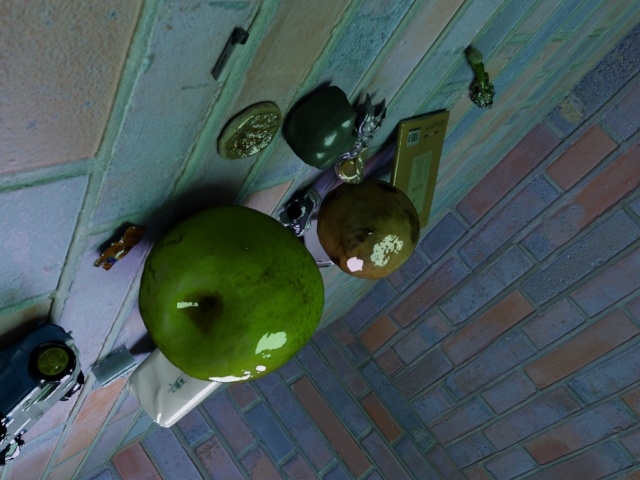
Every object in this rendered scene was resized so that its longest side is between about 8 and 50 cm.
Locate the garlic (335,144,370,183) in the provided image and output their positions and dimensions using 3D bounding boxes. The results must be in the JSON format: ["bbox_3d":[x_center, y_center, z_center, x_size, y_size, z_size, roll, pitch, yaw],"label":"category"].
[{"bbox_3d":[0.082,-0.197,1.417,0.113,0.074,0.094,-41,138,-16],"label":"garlic"}]

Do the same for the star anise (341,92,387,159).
[{"bbox_3d":[0.090,-0.253,1.284,0.181,0.061,0.204,-22,158,-48],"label":"star anise"}]

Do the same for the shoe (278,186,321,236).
[{"bbox_3d":[-0.068,-0.066,1.474,0.100,0.071,0.169,-22,155,-41],"label":"shoe"}]

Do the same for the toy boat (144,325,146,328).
[{"bbox_3d":[-0.413,0.190,1.405,0.065,0.072,0.206,-17,149,-17],"label":"toy boat"}]

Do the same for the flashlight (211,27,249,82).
[{"bbox_3d":[-0.128,-0.263,0.798,0.018,0.018,0.083,-21,158,-50],"label":"flashlight"}]

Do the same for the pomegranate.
[{"bbox_3d":[0.130,-0.035,1.497,0.281,0.281,0.281,-36,166,-11],"label":"pomegranate"}]

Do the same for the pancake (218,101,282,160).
[{"bbox_3d":[-0.127,-0.193,1.012,0.140,0.022,0.139,-35,165,-11],"label":"pancake"}]

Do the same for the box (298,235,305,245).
[{"bbox_3d":[-0.153,0.070,1.683,0.240,0.071,0.159,-20,155,-50],"label":"box"}]

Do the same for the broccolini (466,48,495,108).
[{"bbox_3d":[0.448,-0.439,1.562,0.078,0.074,0.392,-50,165,15],"label":"broccolini"}]

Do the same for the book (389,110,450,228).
[{"bbox_3d":[0.282,-0.185,1.677,0.269,0.032,0.388,-23,129,-46],"label":"book"}]

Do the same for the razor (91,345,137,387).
[{"bbox_3d":[-0.577,0.375,1.614,0.106,0.068,0.232,-33,170,-19],"label":"razor"}]

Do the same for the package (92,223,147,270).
[{"bbox_3d":[-0.370,0.015,1.037,0.111,0.033,0.077,-43,156,0],"label":"package"}]

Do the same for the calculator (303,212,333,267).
[{"bbox_3d":[0.000,0.000,1.669,0.100,0.174,0.032,-6,-162,5],"label":"calculator"}]

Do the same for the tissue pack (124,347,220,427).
[{"bbox_3d":[-0.350,0.335,1.669,0.380,0.207,0.297,-42,-179,16],"label":"tissue pack"}]

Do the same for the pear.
[{"bbox_3d":[-0.171,0.108,1.166,0.391,0.391,0.391,-36,166,-11],"label":"pear"}]

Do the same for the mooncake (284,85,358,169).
[{"bbox_3d":[0.015,-0.223,1.119,0.168,0.104,0.175,-52,164,27],"label":"mooncake"}]

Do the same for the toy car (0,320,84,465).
[{"bbox_3d":[-0.597,0.296,1.070,0.314,0.166,0.198,-50,173,-29],"label":"toy car"}]
